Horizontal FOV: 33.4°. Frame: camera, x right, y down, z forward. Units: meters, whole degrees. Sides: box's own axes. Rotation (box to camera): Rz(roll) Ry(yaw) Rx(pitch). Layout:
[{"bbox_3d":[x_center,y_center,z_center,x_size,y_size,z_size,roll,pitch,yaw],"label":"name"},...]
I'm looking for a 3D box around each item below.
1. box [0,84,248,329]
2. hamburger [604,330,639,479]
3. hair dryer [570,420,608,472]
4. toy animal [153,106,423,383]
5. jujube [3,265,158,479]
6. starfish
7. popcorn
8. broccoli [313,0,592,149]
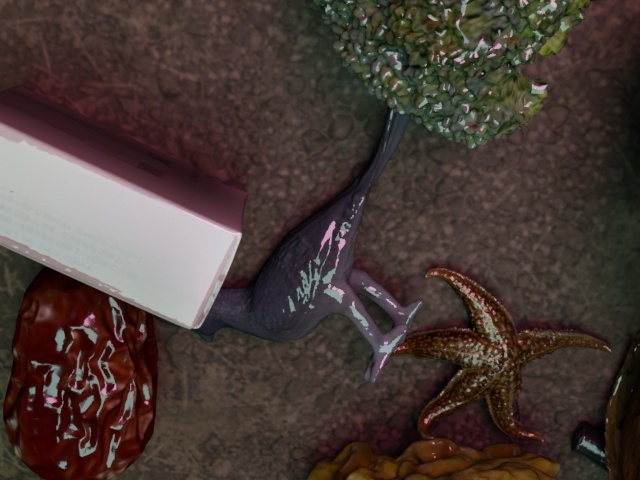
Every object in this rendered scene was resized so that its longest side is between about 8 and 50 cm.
[{"bbox_3d":[-0.196,-0.035,0.943,0.252,0.203,0.106,26,99,-7],"label":"box"},{"bbox_3d":[0.395,0.189,1.004,0.195,0.318,0.276,1,145,-2],"label":"hamburger"},{"bbox_3d":[0.337,0.313,1.197,0.196,0.075,0.219,26,122,0],"label":"hair dryer"},{"bbox_3d":[0.011,0.037,1.045,0.367,0.081,0.206,-41,90,21],"label":"toy animal"},{"bbox_3d":[-0.240,0.130,1.071,0.155,0.155,0.230,4,115,0],"label":"jujube"},{"bbox_3d":[0.183,0.119,1.101,0.238,0.057,0.213,-11,108,5],"label":"starfish"},{"bbox_3d":[0.121,0.292,1.097,0.286,0.225,0.173,2,84,3],"label":"popcorn"},{"bbox_3d":[0.104,-0.234,0.833,0.235,0.260,0.288,21,114,7],"label":"broccoli"}]
